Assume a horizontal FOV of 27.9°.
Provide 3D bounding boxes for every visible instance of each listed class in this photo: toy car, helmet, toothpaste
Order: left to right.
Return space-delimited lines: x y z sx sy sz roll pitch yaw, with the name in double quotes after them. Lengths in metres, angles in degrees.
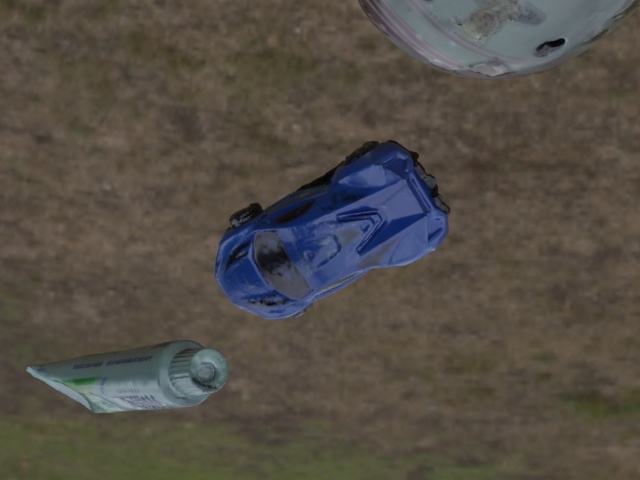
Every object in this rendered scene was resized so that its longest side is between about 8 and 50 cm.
-0.154 0.110 1.016 0.075 0.048 0.297 36 155 -22 "toothpaste"
0.000 0.000 1.035 0.216 0.103 0.063 -27 -171 27 "toy car"
0.072 -0.139 0.607 0.153 0.177 0.107 22 120 -16 "helmet"
